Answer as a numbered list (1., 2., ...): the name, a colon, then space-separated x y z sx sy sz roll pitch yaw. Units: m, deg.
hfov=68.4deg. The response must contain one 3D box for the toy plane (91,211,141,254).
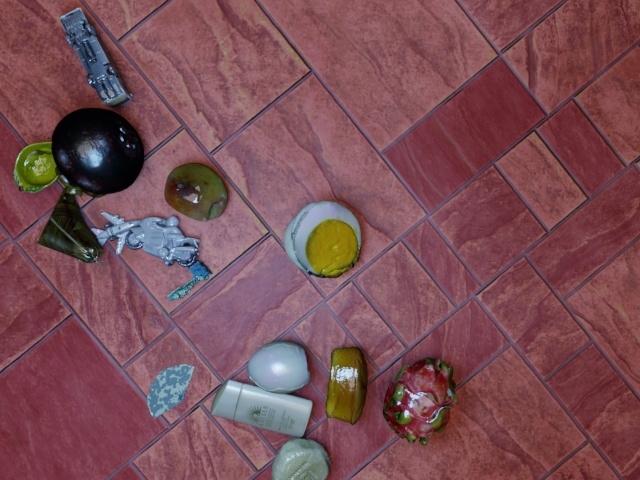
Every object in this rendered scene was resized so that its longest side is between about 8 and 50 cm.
1. toy plane: -0.726 -0.037 1.688 0.171 0.065 0.162 -22 88 3

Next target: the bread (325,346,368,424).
1. bread: 0.094 0.506 1.655 0.142 0.195 0.270 6 95 5

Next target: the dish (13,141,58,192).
1. dish: -0.985 -0.256 1.668 0.148 0.080 0.208 37 88 -6

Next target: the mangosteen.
1. mangosteen: -0.754 -0.299 1.582 0.313 0.297 0.297 7 91 33

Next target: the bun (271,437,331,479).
1. bun: -0.073 0.795 1.681 0.220 0.134 0.221 -7 117 -15

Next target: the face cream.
1. face cream: -0.213 0.600 1.689 0.348 0.081 0.174 16 115 -2

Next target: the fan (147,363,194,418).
1. fan: -0.552 0.543 1.726 0.131 0.009 0.240 38 90 -1

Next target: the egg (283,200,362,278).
1. egg: -0.001 -0.005 1.663 0.286 0.174 0.265 3 92 -26

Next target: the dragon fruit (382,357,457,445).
1. dragon fruit: 0.348 0.546 1.639 0.231 0.237 0.303 22 73 17

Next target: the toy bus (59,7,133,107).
1. toy bus: -0.778 -0.627 1.639 0.097 0.138 0.343 -28 91 -2

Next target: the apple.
1. apple: -0.427 -0.172 1.638 0.188 0.174 0.207 27 45 16

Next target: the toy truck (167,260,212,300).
1. toy truck: -0.482 0.144 1.699 0.175 0.067 0.081 -37 86 3

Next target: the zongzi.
1. zongzi: -0.837 -0.057 1.644 0.247 0.111 0.241 20 89 14

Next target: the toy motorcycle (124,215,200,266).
1. toy motorcycle: -0.548 -0.011 1.666 0.260 0.110 0.171 19 73 0

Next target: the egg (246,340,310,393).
1. egg: -0.149 0.445 1.649 0.217 0.183 0.183 -9 91 -4
